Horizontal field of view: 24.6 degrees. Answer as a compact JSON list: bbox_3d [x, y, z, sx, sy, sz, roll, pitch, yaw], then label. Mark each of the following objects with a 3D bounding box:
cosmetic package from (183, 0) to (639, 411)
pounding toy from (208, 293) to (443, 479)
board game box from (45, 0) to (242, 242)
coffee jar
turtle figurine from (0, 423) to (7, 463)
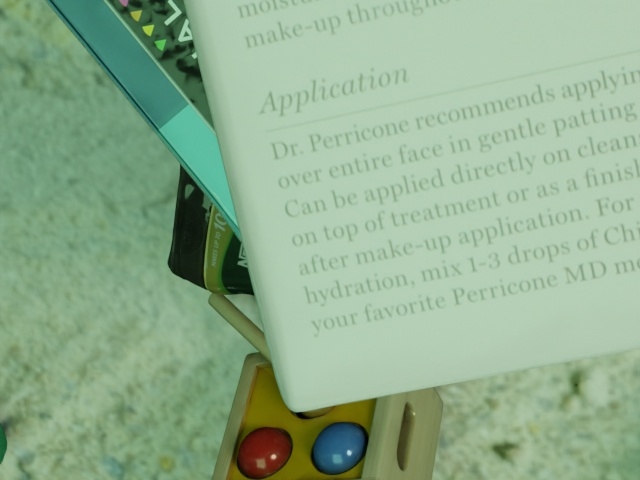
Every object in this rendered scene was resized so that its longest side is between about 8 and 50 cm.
[{"bbox_3d":[0.052,-0.183,0.593,0.230,0.161,0.453,-11,100,10],"label":"cosmetic package"},{"bbox_3d":[-0.006,0.108,0.893,0.130,0.141,0.100,-8,137,25],"label":"pounding toy"},{"bbox_3d":[0.014,-0.202,0.719,0.336,0.079,0.254,-38,94,14],"label":"board game box"},{"bbox_3d":[0.000,0.000,0.865,0.184,0.079,0.096,17,117,16],"label":"coffee jar"},{"bbox_3d":[-0.351,0.158,1.059,0.234,0.118,0.175,-28,115,14],"label":"turtle figurine"}]
